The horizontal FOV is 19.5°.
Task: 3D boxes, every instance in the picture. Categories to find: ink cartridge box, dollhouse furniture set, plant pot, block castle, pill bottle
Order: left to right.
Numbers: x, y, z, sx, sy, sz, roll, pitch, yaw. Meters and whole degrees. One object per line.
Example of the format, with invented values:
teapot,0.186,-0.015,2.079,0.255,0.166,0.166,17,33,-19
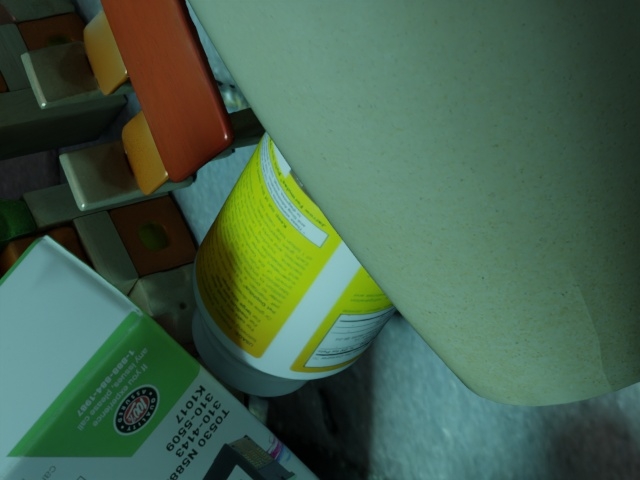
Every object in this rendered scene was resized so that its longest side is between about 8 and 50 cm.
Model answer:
block castle,-0.271,0.019,1.357,0.453,0.213,0.303,63,143,17
ink cartridge box,-0.127,0.162,1.119,0.117,0.201,0.278,32,169,43
dollhouse furniture set,-0.115,-0.165,1.141,0.262,0.135,0.259,-33,75,53
pill bottle,0.000,0.000,1.063,0.117,0.117,0.215,58,141,21
plant pot,0.084,-0.072,0.844,0.256,0.256,0.274,9,126,52
